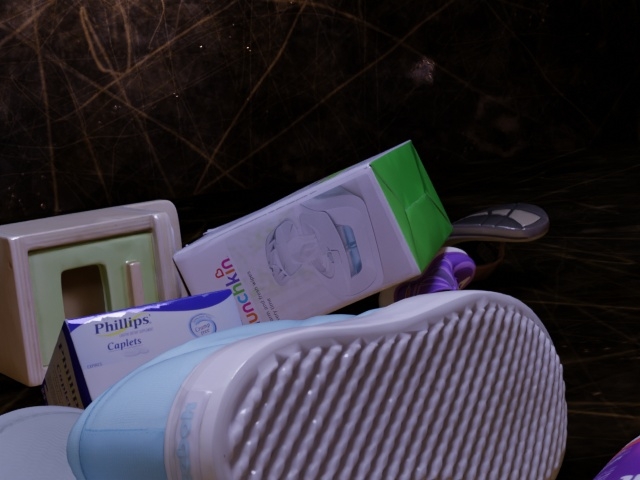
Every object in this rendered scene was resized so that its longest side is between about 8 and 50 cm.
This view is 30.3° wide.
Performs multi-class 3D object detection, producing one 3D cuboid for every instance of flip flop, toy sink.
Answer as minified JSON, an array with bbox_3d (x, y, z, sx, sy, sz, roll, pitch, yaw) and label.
[{"bbox_3d":[0.173,0.016,1.470,0.277,0.080,0.112,-19,2,44],"label":"flip flop"},{"bbox_3d":[-0.225,0.048,1.249,0.234,0.153,0.131,-10,9,-33],"label":"toy sink"}]

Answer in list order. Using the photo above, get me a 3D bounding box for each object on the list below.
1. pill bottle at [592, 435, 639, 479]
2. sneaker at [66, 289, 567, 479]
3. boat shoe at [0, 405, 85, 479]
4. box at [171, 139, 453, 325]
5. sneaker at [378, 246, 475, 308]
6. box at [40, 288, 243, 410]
[{"bbox_3d":[0.130,0.147,0.455,0.108,0.108,0.193,-1,10,31],"label":"pill bottle"},{"bbox_3d":[0.013,0.095,0.688,0.150,0.135,0.366,-4,-8,38],"label":"sneaker"},{"bbox_3d":[-0.153,0.164,0.588,0.114,0.091,0.302,27,10,7],"label":"boat shoe"},{"bbox_3d":[0.000,0.000,1.271,0.231,0.127,0.262,-25,3,15],"label":"box"},{"bbox_3d":[0.128,0.060,1.276,0.071,0.068,0.170,16,27,29],"label":"sneaker"},{"bbox_3d":[-0.128,0.104,0.872,0.126,0.072,0.137,-10,-23,-25],"label":"box"}]
